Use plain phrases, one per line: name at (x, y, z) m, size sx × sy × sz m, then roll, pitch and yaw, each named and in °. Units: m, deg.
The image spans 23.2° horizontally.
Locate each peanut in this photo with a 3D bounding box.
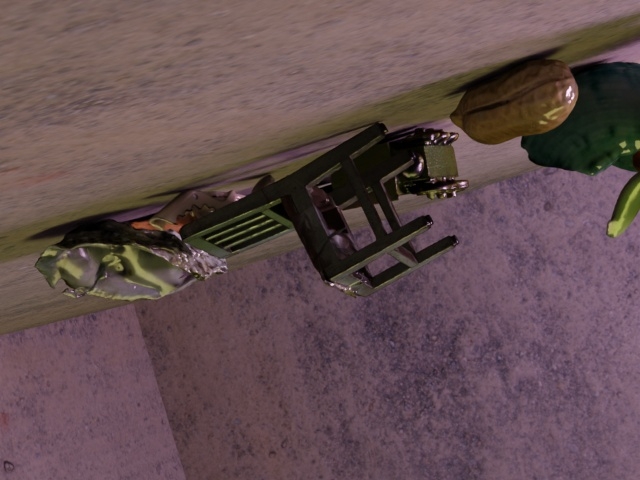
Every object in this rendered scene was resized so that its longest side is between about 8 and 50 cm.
peanut at (0.202, -0.141, 1.612) m, size 0.080 × 0.080 × 0.174 m, roll -15°, pitch 180°, yaw -34°

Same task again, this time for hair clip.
hair clip at (-0.122, -0.045, 1.850) m, size 0.034 × 0.072 × 0.226 m, roll -24°, pitch 165°, yaw 39°

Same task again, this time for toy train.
toy train at (0.104, -0.089, 1.973) m, size 0.137 × 0.090 × 0.225 m, roll -10°, pitch 180°, yaw 16°

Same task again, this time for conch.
conch at (0.351, -0.149, 1.853) m, size 0.196 × 0.134 × 0.202 m, roll 15°, pitch -167°, yaw 20°

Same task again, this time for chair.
chair at (0.000, 0.000, 1.777) m, size 0.270 × 0.147 × 0.136 m, roll -28°, pitch 161°, yaw 11°

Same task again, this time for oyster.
oyster at (-0.221, 0.022, 1.883) m, size 0.252 × 0.087 × 0.199 m, roll -13°, pitch 159°, yaw -18°

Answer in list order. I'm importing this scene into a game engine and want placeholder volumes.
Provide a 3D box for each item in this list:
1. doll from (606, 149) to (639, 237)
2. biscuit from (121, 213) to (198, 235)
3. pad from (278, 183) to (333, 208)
doll at (0.430, -0.093, 1.687) m, size 0.236 × 0.213 × 0.213 m, roll -15°, pitch 177°, yaw -19°
biscuit at (-0.175, -0.025, 2.046) m, size 0.250 × 0.036 × 0.165 m, roll -12°, pitch 177°, yaw -20°
pad at (-0.070, -0.036, 2.191) m, size 0.367 × 0.007 × 0.247 m, roll -19°, pitch -171°, yaw -23°
